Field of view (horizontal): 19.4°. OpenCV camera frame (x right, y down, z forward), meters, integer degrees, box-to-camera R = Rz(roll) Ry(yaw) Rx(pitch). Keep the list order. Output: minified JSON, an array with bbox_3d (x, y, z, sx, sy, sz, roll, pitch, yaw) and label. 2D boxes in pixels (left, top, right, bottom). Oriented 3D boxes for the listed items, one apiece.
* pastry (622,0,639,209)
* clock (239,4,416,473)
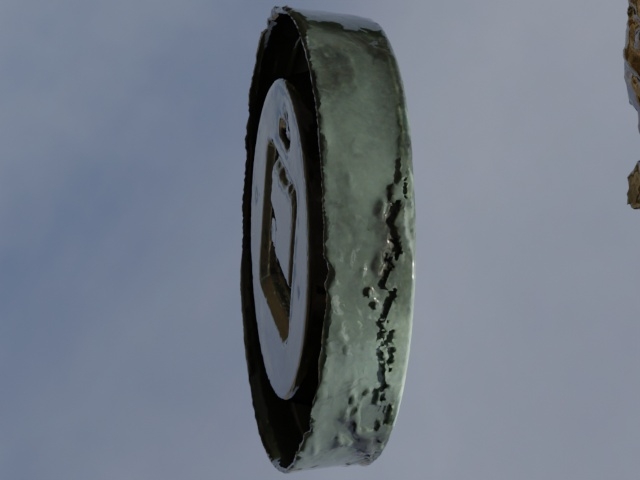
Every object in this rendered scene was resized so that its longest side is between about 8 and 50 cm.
[{"bbox_3d":[0.321,-0.093,1.211,0.136,0.329,0.330,-30,-146,-21],"label":"pastry"},{"bbox_3d":[0.000,0.000,0.906,0.226,0.049,0.226,-179,-90,-78],"label":"clock"}]
